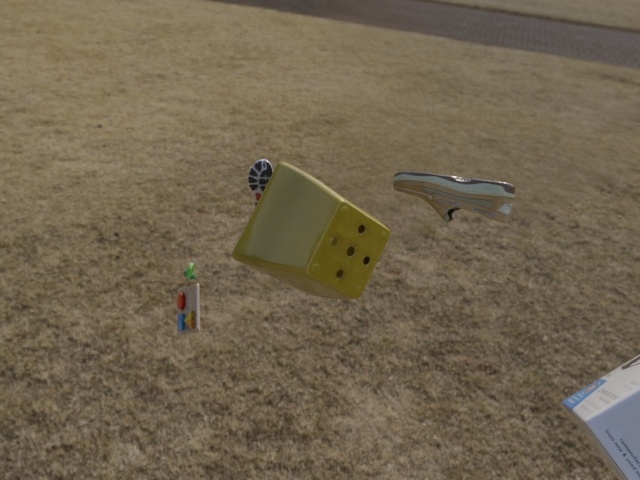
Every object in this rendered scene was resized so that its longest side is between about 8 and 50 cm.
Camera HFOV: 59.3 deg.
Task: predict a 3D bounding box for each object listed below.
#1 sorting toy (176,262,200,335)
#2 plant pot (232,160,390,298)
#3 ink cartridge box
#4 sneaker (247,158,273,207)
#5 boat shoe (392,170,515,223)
[{"bbox_3d":[-0.162,0.071,0.676,0.012,0.083,0.062,6,-16,-36],"label":"sorting toy"},{"bbox_3d":[0.000,0.000,1.064,0.212,0.212,0.187,30,-5,-38],"label":"plant pot"},{"bbox_3d":[0.500,0.196,0.738,0.307,0.223,0.129,-35,72,8],"label":"ink cartridge box"},{"bbox_3d":[-0.149,-0.147,1.466,0.068,0.169,0.071,4,46,2],"label":"sneaker"},{"bbox_3d":[0.194,-0.062,0.858,0.190,0.072,0.068,12,6,34],"label":"boat shoe"}]
